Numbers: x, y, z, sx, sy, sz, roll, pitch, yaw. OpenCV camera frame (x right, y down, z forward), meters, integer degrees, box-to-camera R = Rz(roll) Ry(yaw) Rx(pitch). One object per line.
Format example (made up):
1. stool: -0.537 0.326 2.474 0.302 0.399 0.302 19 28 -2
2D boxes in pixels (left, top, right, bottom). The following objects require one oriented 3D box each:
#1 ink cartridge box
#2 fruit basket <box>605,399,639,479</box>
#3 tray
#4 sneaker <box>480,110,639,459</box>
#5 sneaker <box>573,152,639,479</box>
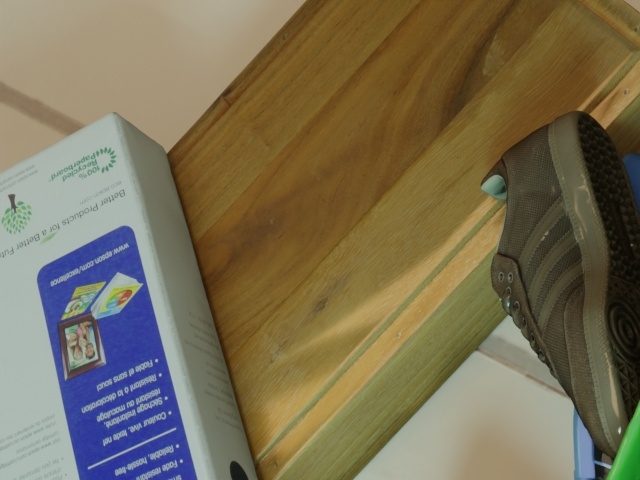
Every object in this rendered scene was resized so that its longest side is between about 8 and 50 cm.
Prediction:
1. ink cartridge box: -0.126 0.109 0.908 0.165 0.065 0.332 -25 61 16
2. fruit basket: 0.283 0.093 0.618 0.392 0.392 0.283 20 81 31
3. tray: 0.000 0.000 0.964 0.411 0.076 0.203 -47 58 3
4. sneaker: 0.121 0.029 0.822 0.071 0.066 0.188 -30 47 33
5. sneaker: 0.185 0.058 0.844 0.090 0.081 0.232 -3 69 33
